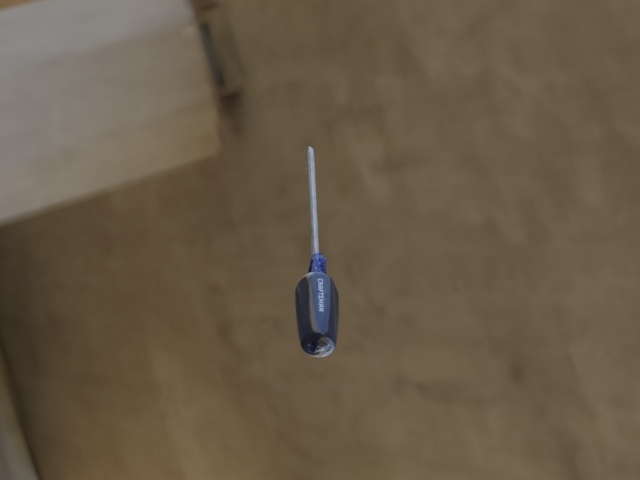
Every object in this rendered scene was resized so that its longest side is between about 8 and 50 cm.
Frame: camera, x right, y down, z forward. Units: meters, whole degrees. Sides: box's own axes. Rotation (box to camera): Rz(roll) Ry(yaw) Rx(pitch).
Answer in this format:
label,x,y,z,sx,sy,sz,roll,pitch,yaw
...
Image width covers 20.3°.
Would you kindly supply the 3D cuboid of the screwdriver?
label,x,y,z,sx,sy,sz,roll,pitch,yaw
screwdriver,0.000,0.000,0.988,0.170,0.025,0.024,-86,157,-48
